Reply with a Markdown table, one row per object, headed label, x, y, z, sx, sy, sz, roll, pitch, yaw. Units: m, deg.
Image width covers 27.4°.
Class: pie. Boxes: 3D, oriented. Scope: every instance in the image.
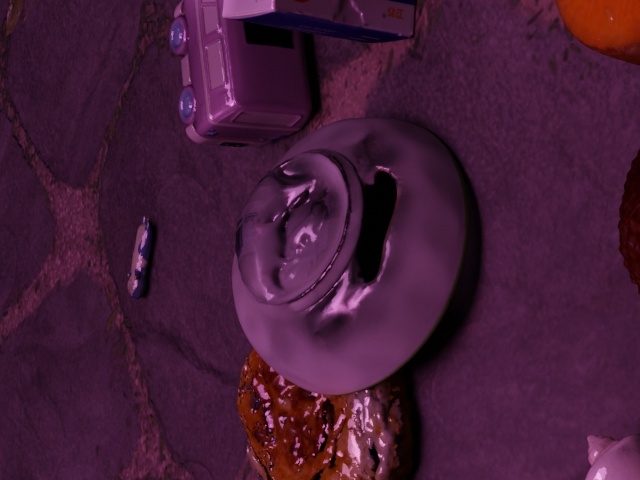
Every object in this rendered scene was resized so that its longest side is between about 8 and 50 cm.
| label | x | y | z | sx | sy | sz | roll | pitch | yaw |
| --- | --- | --- | --- | --- | --- | --- | --- | --- | --- |
| pie | 0.002 | 0.207 | 1.524 | 0.308 | 0.085 | 0.308 | -9 | 79 | 53 |

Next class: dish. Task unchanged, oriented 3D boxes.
| label | x | y | z | sx | sy | sz | roll | pitch | yaw |
| --- | --- | --- | --- | --- | --- | --- | --- | --- | --- |
| dish | 0.000 | 0.000 | 1.441 | 0.324 | 0.124 | 0.324 | -22 | 57 | 40 |

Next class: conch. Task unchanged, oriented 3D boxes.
| label | x | y | z | sx | sy | sz | roll | pitch | yaw |
| --- | --- | --- | --- | --- | --- | --- | --- | --- | --- |
| conch | 0.294 | 0.229 | 1.119 | 0.104 | 0.094 | 0.176 | -38 | 52 | -3 |

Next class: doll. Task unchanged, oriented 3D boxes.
| label | x | y | z | sx | sy | sz | roll | pitch | yaw |
| --- | --- | --- | --- | --- | --- | --- | --- | --- | --- |
| doll | -0.267 | 0.026 | 1.958 | 0.037 | 0.027 | 0.125 | 20 | 104 | 60 |

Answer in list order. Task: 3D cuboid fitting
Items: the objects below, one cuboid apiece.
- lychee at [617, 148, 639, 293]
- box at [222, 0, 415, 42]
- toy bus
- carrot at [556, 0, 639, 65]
| label | x | y | z | sx | sy | sz | roll | pitch | yaw |
| --- | --- | --- | --- | --- | --- | --- | --- | --- | --- |
| lychee | 0.319 | -0.013 | 1.026 | 0.194 | 0.194 | 0.194 | -6 | 82 | 54 |
| box | 0.008 | -0.383 | 1.464 | 0.106 | 0.200 | 0.299 | 4 | 90 | 53 |
| toy bus | -0.097 | -0.229 | 1.653 | 0.142 | 0.142 | 0.202 | -27 | 67 | 56 |
| carrot | 0.320 | -0.300 | 1.135 | 0.258 | 0.100 | 0.307 | 12 | 90 | 55 |
